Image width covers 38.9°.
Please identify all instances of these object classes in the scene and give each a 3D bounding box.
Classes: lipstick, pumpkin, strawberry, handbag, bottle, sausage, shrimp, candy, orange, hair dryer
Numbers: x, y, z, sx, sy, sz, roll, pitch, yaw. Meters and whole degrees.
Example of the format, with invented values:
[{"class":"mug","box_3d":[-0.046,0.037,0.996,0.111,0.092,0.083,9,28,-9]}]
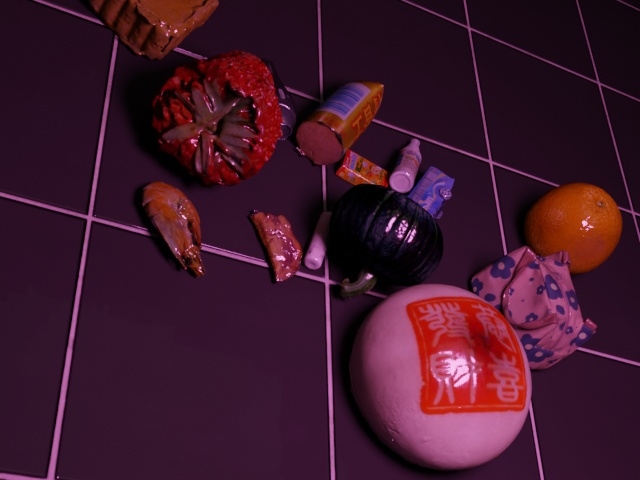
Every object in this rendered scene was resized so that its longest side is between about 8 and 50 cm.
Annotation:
[{"class":"lipstick","box_3d":[0.000,0.000,1.896,0.040,0.040,0.141,30,48,-12]},{"class":"pumpkin","box_3d":[0.120,0.018,1.856,0.248,0.248,0.248,17,52,-23]},{"class":"strawberry","box_3d":[-0.195,-0.250,1.824,0.261,0.261,0.257,40,16,-3]},{"class":"handbag","box_3d":[0.469,0.141,2.001,0.190,0.193,0.252,7,57,-34]},{"class":"bottle","box_3d":[0.207,-0.184,2.132,0.060,0.060,0.217,36,34,-7]},{"class":"sausage","box_3d":[0.060,-0.288,2.088,0.117,0.125,0.317,39,43,1]},{"class":"shrimp","box_3d":[-0.267,-0.027,1.735,0.115,0.051,0.217,-14,65,-41]},{"class":"candy","box_3d":[0.098,-0.151,2.067,0.122,0.038,0.062,29,47,-14]},{"class":"orange","box_3d":[0.607,-0.028,2.188,0.236,0.236,0.236,17,52,-23]},{"class":"hair dryer","box_3d":[-0.189,-0.328,1.978,0.271,0.091,0.236,6,47,-25]}]

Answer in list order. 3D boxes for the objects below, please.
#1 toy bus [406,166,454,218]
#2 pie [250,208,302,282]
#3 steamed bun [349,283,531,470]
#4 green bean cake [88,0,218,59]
[{"class":"toy bus","box_3d":[0.229,-0.073,2.079,0.094,0.079,0.236,30,45,10]},{"class":"pie","box_3d":[-0.083,0.005,1.842,0.092,0.034,0.170,-11,66,-34]},{"class":"steamed bun","box_3d":[0.252,0.249,1.756,0.374,0.241,0.375,16,56,-24]},{"class":"green bean cake","box_3d":[-0.364,-0.524,1.960,0.229,0.131,0.224,43,48,-5]}]
